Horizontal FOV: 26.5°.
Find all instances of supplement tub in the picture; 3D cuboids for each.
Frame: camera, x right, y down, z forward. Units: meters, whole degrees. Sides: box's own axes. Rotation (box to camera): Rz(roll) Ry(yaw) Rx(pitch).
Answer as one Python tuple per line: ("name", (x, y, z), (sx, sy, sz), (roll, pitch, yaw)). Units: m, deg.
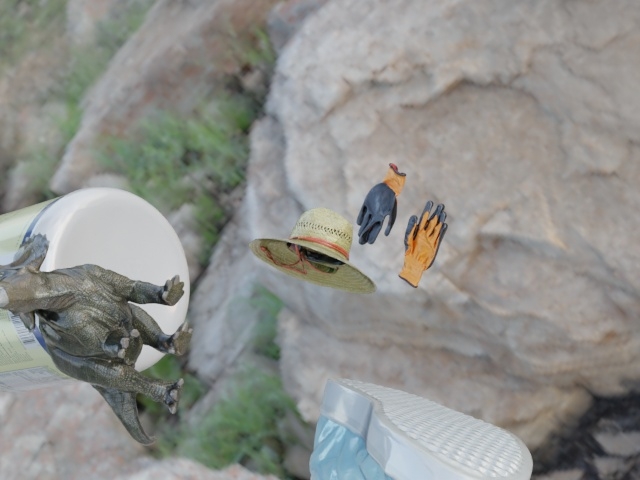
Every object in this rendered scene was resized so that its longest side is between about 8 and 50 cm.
("supplement tub", (-0.350, 0.071, 1.732), (0.324, 0.235, 0.235), (-12, 49, 43))

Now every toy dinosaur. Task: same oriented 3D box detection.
("toy dinosaur", (-0.209, 0.085, 1.278), (0.160, 0.313, 0.121), (16, 67, 23))

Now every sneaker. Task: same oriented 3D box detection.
("sneaker", (0.076, 0.216, 1.152), (0.366, 0.135, 0.150), (-170, 90, -80))

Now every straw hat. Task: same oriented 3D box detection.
("straw hat", (0.000, 0.000, 1.391), (0.144, 0.144, 0.061), (2, 65, 49))

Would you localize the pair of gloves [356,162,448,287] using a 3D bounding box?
("pair of gloves", (0.064, -0.012, 1.080), (0.083, 0.010, 0.074), (42, 122, 31))
